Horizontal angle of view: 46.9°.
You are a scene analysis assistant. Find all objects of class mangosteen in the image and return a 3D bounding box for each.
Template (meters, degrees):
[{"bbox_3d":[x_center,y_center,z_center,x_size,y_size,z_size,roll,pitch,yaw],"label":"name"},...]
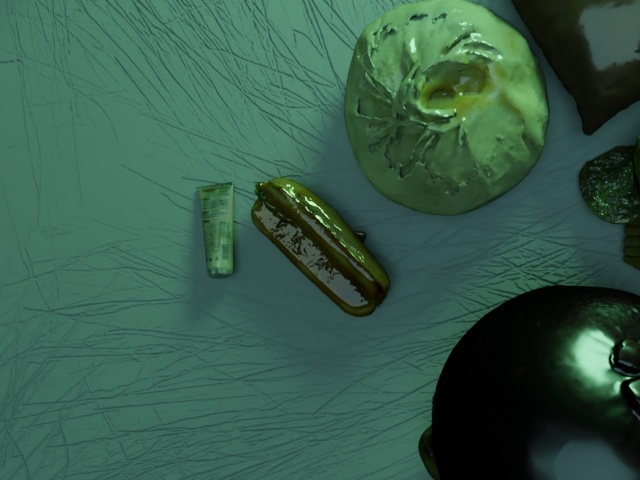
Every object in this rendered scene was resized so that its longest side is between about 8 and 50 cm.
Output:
[{"bbox_3d":[0.301,0.262,0.881,0.382,0.382,0.435,31,142,9],"label":"mangosteen"}]

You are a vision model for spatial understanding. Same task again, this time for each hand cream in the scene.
[{"bbox_3d":[-0.155,-0.014,1.110,0.061,0.039,0.143,-4,86,22],"label":"hand cream"}]

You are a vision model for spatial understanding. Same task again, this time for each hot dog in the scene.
[{"bbox_3d":[0.000,0.000,1.052,0.250,0.076,0.104,43,124,10],"label":"hot dog"}]

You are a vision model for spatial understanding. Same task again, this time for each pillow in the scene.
[{"bbox_3d":[0.378,-0.335,0.890,0.308,0.108,0.305,-33,87,12],"label":"pillow"}]

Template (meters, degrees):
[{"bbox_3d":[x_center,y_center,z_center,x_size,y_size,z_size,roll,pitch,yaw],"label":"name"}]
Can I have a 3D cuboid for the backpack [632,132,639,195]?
[{"bbox_3d":[0.498,-0.097,0.868,0.253,0.140,0.207,-26,91,11],"label":"backpack"}]

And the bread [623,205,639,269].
[{"bbox_3d":[0.419,-0.003,0.959,0.049,0.034,0.088,3,98,20],"label":"bread"}]

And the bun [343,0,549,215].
[{"bbox_3d":[0.156,-0.169,0.951,0.287,0.146,0.287,2,99,14],"label":"bun"}]

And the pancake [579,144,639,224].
[{"bbox_3d":[0.390,-0.073,0.953,0.108,0.017,0.108,-4,77,19],"label":"pancake"}]
